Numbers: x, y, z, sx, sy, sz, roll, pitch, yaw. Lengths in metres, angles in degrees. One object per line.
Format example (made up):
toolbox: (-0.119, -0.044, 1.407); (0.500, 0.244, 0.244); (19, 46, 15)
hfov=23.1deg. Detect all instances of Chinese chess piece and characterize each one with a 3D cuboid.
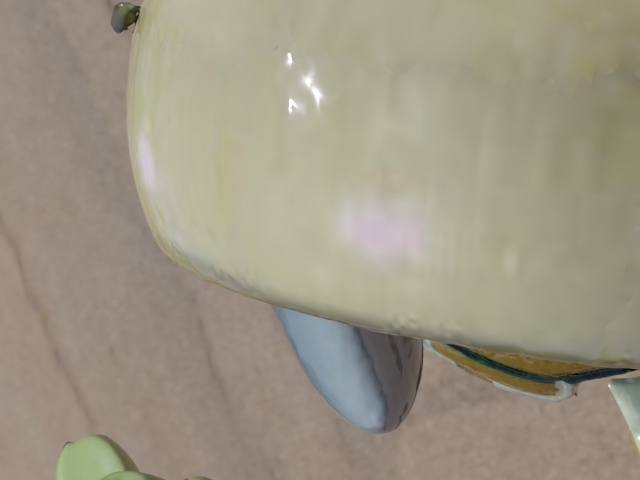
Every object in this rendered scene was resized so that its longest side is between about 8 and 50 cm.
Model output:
Chinese chess piece: (0.075, -0.034, 0.473); (0.273, 0.273, 0.102); (21, 106, 57)

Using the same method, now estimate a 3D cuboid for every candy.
candy: (0.000, 0.000, 0.776); (0.138, 0.071, 0.174); (-109, -2, -77)

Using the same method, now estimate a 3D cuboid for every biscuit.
biscuit: (0.215, 0.069, 1.603); (0.287, 0.057, 0.344); (21, 149, 13)

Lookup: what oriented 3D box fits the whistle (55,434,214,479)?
whistle: (-0.103, 0.211, 0.944); (0.294, 0.141, 0.141); (-146, 48, -74)

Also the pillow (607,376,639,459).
pillow: (0.469, 0.259, 1.607); (0.119, 0.310, 0.312); (135, 124, -72)
